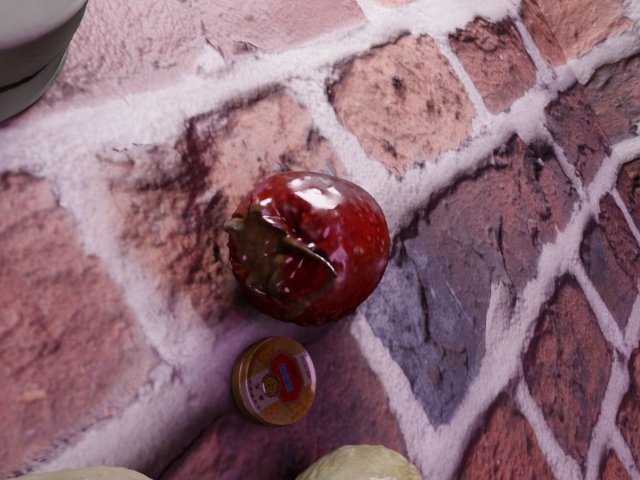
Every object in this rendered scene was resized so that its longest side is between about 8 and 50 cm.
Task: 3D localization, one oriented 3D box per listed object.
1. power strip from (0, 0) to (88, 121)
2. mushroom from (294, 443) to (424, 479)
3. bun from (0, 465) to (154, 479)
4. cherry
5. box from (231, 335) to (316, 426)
[{"bbox_3d":[-0.372,-0.277,0.428,0.357,0.161,0.358,17,62,-35],"label":"power strip"},{"bbox_3d":[0.019,0.338,0.516,0.189,0.164,0.267,-17,120,-20],"label":"mushroom"},{"bbox_3d":[-0.196,0.298,0.346,0.272,0.168,0.273,24,51,-33],"label":"bun"},{"bbox_3d":[0.000,0.000,0.621,0.249,0.192,0.175,-34,131,-49],"label":"cherry"},{"bbox_3d":[-0.055,0.170,0.601,0.105,0.037,0.106,16,63,-34],"label":"box"}]
